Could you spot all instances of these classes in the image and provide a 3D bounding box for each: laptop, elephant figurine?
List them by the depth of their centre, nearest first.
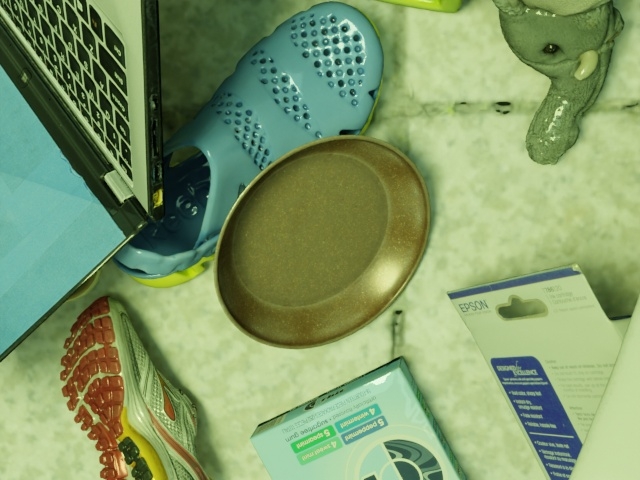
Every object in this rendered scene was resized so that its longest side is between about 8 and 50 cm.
[{"bbox_3d":[-0.307,-0.136,0.533,0.236,0.408,0.382,-27,62,-28],"label":"laptop"},{"bbox_3d":[0.192,-0.208,0.560,0.239,0.169,0.186,-39,60,27],"label":"elephant figurine"}]

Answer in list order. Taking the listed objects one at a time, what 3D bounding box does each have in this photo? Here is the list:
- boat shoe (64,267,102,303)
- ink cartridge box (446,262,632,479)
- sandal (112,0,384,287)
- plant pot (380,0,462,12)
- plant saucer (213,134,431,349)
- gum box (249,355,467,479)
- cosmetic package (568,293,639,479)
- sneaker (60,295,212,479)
[{"bbox_3d":[-0.329,0.005,0.690,0.302,0.098,0.109,6,76,12],"label":"boat shoe"},{"bbox_3d":[0.238,0.162,0.583,0.065,0.165,0.333,-30,94,-26],"label":"ink cartridge box"},{"bbox_3d":[-0.072,-0.069,0.621,0.126,0.138,0.317,45,100,4],"label":"sandal"},{"bbox_3d":[0.020,-0.311,0.536,0.228,0.227,0.207,15,93,8],"label":"plant pot"},{"bbox_3d":[0.000,0.000,0.623,0.198,0.036,0.199,-14,123,-22],"label":"plant saucer"},{"bbox_3d":[0.048,0.224,0.683,0.157,0.041,0.184,-27,93,11],"label":"gum box"},{"bbox_3d":[0.337,-0.007,0.413,0.230,0.161,0.453,16,68,36],"label":"cosmetic package"},{"bbox_3d":[-0.172,0.159,0.698,0.088,0.092,0.225,-29,76,31],"label":"sneaker"}]
